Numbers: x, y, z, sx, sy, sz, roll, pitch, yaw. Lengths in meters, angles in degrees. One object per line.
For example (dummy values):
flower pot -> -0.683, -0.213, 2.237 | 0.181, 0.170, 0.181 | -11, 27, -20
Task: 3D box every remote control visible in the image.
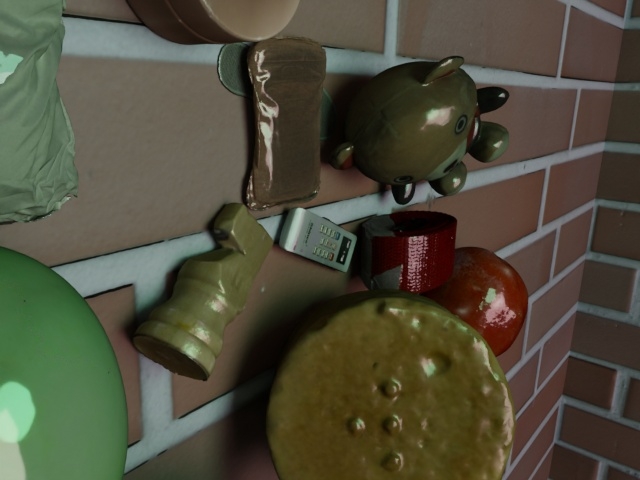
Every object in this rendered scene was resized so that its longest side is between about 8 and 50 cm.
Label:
remote control -> 0.000, 0.000, 0.782 | 0.166, 0.029, 0.065 | 24, 80, -57

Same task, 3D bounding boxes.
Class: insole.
insole -> -0.043, -0.187, 0.686 | 0.232, 0.003, 0.080 | 16, 88, -53

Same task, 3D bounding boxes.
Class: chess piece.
chess piece -> -0.119, 0.050, 0.614 | 0.200, 0.090, 0.090 | -63, 142, -34

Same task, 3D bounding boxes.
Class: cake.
cake -> 0.086, 0.226, 0.801 | 0.321, 0.333, 0.331 | 114, -8, -87

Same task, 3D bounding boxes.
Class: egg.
egg -> -0.242, 0.134, 0.353 | 0.221, 0.221, 0.269 | -12, 108, -50

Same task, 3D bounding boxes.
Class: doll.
doll -> 0.162, -0.172, 0.818 | 0.330, 0.235, 0.174 | -6, 63, -59

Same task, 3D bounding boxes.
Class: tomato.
tomato -> 0.315, 0.125, 1.095 | 0.232, 0.189, 0.231 | -17, 111, -50

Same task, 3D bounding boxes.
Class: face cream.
face cream -> -0.100, -0.262, 0.506 | 0.149, 0.104, 0.149 | -20, 116, -47

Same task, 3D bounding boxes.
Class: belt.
belt -> 0.148, 0.025, 0.897 | 0.201, 0.128, 0.124 | -18, 114, -50

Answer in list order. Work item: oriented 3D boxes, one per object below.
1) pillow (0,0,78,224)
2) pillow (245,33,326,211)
pillow -> -0.283, -0.112, 0.297 | 0.310, 0.138, 0.283 | -12, 119, -48
pillow -> -0.039, -0.144, 0.677 | 0.135, 0.034, 0.210 | -15, 115, -44
